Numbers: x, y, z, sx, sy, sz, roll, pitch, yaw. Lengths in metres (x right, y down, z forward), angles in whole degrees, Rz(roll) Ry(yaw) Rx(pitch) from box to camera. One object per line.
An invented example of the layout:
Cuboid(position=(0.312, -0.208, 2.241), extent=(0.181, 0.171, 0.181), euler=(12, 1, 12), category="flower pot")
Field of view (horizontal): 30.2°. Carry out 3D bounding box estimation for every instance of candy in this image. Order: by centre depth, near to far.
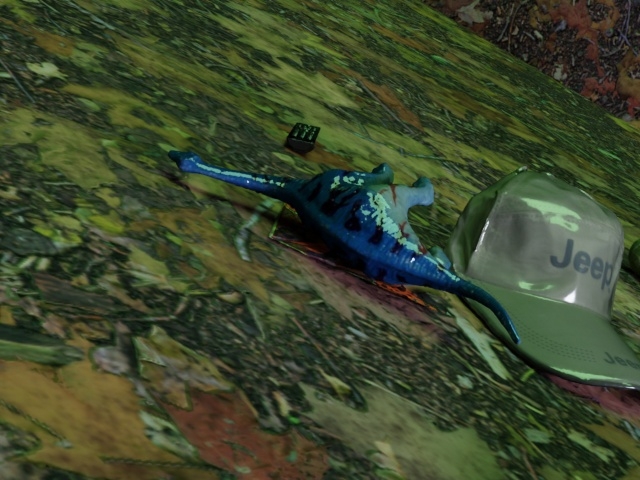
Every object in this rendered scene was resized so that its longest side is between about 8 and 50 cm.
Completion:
Cuboid(position=(0.408, 0.054, 1.419), extent=(0.061, 0.061, 0.202), euler=(25, 25, -7), category="candy")

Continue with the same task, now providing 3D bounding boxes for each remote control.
Cuboid(position=(-0.019, -0.112, 1.286), extent=(0.034, 0.016, 0.091), euler=(12, 17, 2), category="remote control")

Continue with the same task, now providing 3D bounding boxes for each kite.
Cuboid(position=(0.000, 0.001, 1.006), extent=(0.125, 0.008, 0.222), euler=(8, 26, -47), category="kite")

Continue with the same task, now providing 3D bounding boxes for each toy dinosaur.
Cuboid(position=(0.040, -0.018, 0.992), extent=(0.329, 0.076, 0.144), euler=(29, 27, 16), category="toy dinosaur")

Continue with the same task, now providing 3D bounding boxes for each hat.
Cuboid(position=(0.244, 0.035, 1.083), extent=(0.214, 0.149, 0.244), euler=(15, 10, -33), category="hat")
